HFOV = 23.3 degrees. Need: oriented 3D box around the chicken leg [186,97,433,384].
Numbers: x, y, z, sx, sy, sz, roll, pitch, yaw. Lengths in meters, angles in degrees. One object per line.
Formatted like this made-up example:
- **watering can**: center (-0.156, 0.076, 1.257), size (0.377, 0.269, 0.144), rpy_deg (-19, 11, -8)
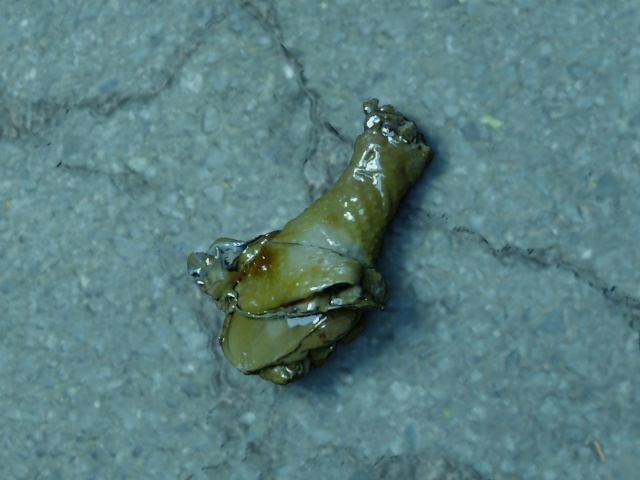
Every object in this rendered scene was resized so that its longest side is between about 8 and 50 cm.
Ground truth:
- **chicken leg**: center (0.004, 0.006, 1.018), size (0.196, 0.080, 0.125), rpy_deg (-43, 59, 8)
